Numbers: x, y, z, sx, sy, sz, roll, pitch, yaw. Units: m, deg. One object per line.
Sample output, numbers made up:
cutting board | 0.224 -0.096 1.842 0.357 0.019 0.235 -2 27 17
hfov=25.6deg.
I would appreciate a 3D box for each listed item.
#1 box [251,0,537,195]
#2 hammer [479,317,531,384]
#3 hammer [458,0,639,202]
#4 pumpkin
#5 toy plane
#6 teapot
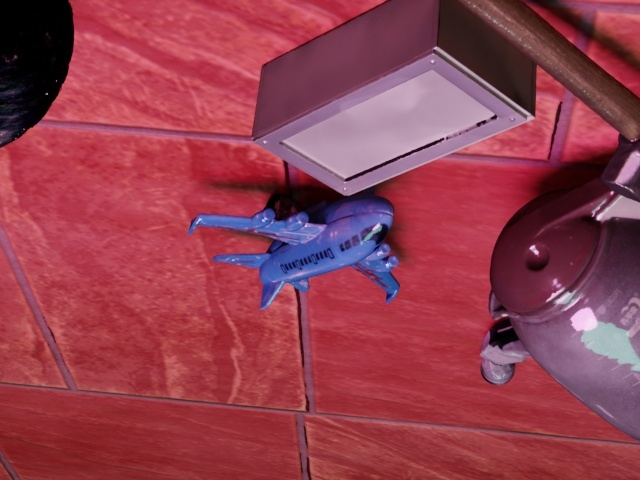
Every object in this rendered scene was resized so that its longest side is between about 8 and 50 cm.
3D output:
box | 0.064 -0.130 1.253 0.129 0.086 0.225 29 144 -36
hammer | 0.412 0.148 1.742 0.427 0.044 0.152 5 151 1
hammer | 0.175 -0.166 1.168 0.365 0.111 0.043 33 178 -28
pumpkin | -0.314 -0.174 1.143 0.233 0.163 0.233 1 133 1
toy plane | 0.000 0.000 1.490 0.254 0.105 0.271 21 148 -25
teapot | 0.336 0.035 1.394 0.312 0.233 0.315 31 115 -29
